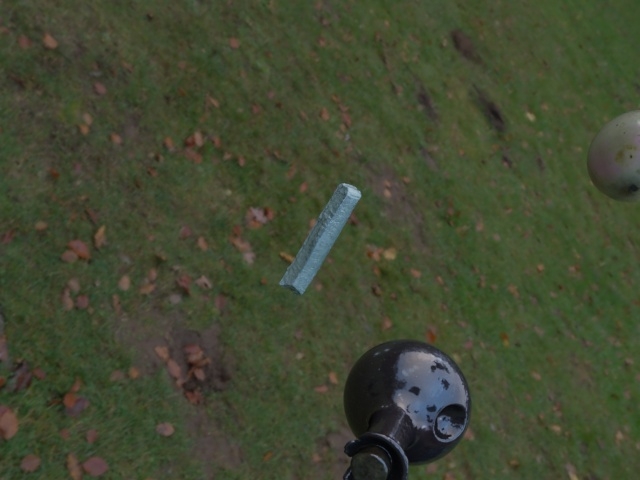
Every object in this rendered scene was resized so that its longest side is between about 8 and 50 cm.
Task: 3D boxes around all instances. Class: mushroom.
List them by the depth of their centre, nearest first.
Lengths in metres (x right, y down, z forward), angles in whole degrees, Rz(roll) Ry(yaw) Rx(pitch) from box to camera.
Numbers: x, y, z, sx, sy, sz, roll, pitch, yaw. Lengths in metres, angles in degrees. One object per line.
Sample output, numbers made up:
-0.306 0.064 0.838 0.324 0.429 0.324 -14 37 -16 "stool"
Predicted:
0.276 -0.072 0.682 0.068 0.084 0.083 22 45 -38 "mushroom"

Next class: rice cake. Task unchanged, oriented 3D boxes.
-0.001 0.000 1.041 0.033 0.170 0.029 17 20 -44 "rice cake"

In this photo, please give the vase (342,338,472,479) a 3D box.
0.066 0.160 0.686 0.120 0.120 0.183 56 23 0 "vase"
